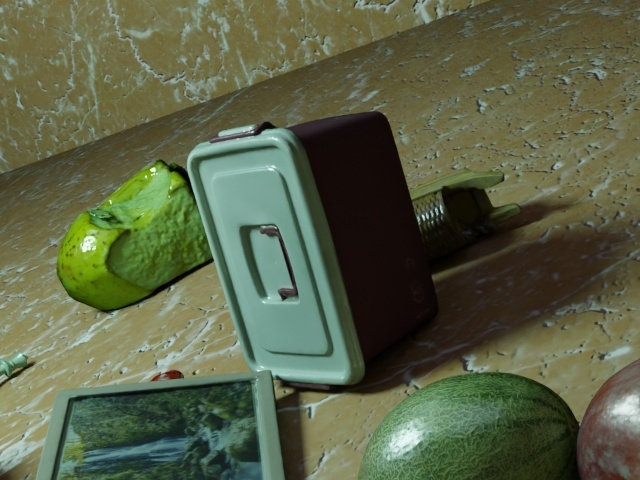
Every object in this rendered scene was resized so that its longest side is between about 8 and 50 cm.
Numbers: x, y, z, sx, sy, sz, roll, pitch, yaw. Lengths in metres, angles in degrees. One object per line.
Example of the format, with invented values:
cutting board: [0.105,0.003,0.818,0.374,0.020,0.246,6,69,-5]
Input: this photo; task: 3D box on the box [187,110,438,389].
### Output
box: [0.000,0.000,1.280,0.168,0.293,0.193,-25,14,-38]

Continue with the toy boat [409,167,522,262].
toy boat: [0.096,-0.004,1.463,0.310,0.089,0.115,-22,20,8]

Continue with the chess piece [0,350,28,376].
chess piece: [-0.478,0.195,1.750,0.093,0.042,0.042,-27,16,-32]

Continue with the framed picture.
framed picture: [-0.153,0.213,1.128,0.241,0.020,0.324,-5,21,-3]

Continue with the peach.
peach: [0.242,0.152,0.772,0.152,0.152,0.152,-23,18,8]

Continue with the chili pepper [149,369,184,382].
chili pepper: [-0.183,0.187,1.340,0.088,0.064,0.169,-21,14,9]

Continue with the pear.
pear: [-0.320,-0.004,1.912,0.255,0.164,0.238,-32,21,-18]

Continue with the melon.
melon: [0.104,0.171,0.864,0.192,0.139,0.139,-31,13,29]
